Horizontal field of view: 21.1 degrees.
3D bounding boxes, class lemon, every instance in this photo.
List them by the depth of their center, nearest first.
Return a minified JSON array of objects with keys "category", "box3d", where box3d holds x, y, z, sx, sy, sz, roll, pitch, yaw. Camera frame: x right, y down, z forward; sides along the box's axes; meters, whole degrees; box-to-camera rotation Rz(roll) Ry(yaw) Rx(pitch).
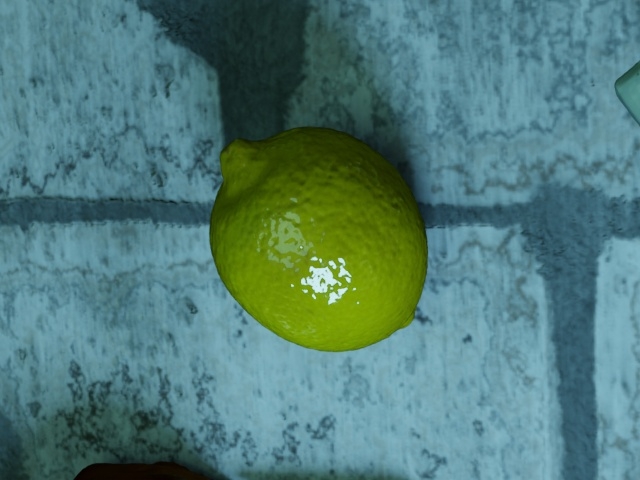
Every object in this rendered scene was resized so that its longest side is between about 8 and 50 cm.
[{"category":"lemon","box3d":[0.000,0.000,1.530,0.187,0.187,0.244,-29,114,29]}]

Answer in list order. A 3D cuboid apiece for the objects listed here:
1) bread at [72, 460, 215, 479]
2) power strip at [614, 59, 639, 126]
[{"category":"bread","box3d":[-0.166,0.387,1.708,0.295,0.114,0.327,-3,94,29]},{"category":"power strip","box3d":[0.367,-0.138,1.332,0.224,0.139,0.140,-40,76,27]}]
